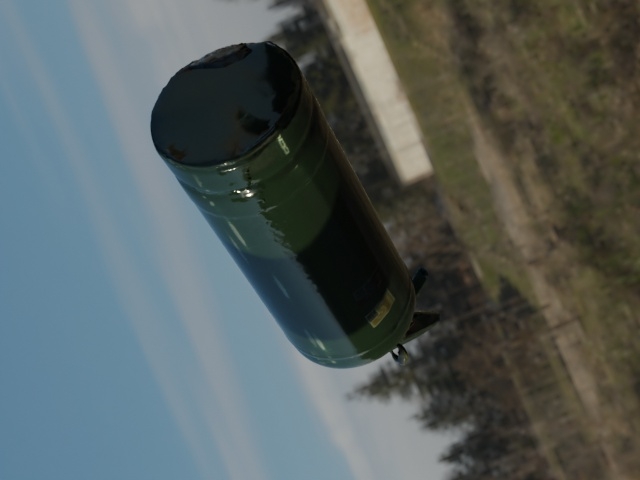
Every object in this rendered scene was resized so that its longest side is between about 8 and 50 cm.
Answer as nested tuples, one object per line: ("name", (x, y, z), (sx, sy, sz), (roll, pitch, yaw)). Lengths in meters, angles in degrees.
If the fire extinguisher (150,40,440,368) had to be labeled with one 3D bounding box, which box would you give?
("fire extinguisher", (0.000, 0.000, 0.948), (0.095, 0.114, 0.311), (37, 165, 37))
